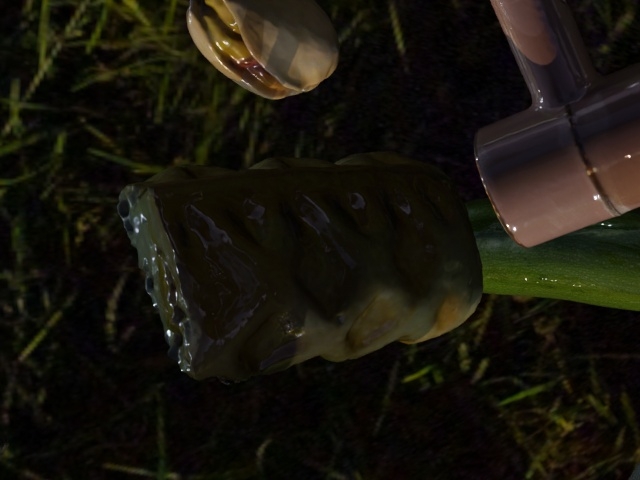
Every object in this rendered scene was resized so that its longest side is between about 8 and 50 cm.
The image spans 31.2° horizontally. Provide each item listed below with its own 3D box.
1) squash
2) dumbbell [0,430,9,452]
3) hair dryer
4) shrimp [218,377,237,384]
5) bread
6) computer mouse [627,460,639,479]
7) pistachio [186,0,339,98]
[{"bbox_3d":[0.237,0.010,1.141,0.395,0.107,0.107,5,96,47],"label":"squash"},{"bbox_3d":[-0.253,0.150,0.632,0.082,0.254,0.081,3,100,19],"label":"dumbbell"},{"bbox_3d":[0.173,-0.181,0.862,0.189,0.107,0.344,-22,97,23],"label":"hair dryer"},{"bbox_3d":[-0.103,0.093,1.247,0.195,0.035,0.147,4,112,52],"label":"shrimp"},{"bbox_3d":[0.000,0.000,0.617,0.128,0.232,0.088,55,126,28],"label":"bread"},{"bbox_3d":[0.218,0.181,0.688,0.095,0.331,0.197,38,87,23],"label":"computer mouse"},{"bbox_3d":[-0.066,-0.234,1.263,0.117,0.200,0.145,-19,59,38],"label":"pistachio"}]
